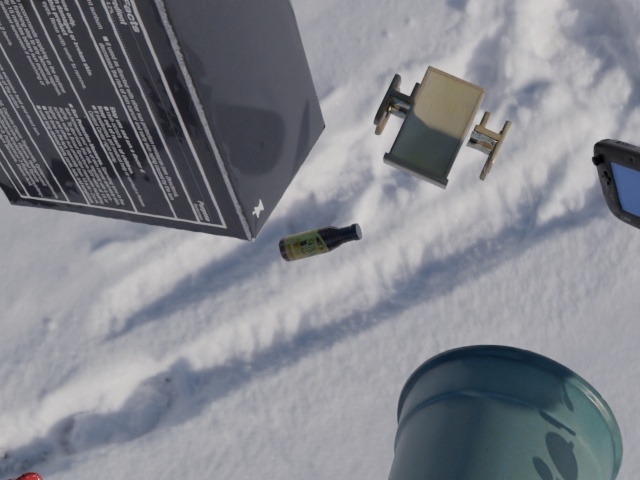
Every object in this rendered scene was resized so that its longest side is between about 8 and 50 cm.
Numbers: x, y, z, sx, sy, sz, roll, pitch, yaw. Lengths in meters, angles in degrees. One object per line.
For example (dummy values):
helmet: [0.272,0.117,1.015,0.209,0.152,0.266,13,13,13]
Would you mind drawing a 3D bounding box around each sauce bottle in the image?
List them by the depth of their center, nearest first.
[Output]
sauce bottle: [0.000,0.000,1.312,0.128,0.042,0.042,-16,68,22]

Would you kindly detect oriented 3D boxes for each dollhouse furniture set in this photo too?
dollhouse furniture set: [0.187,-0.165,1.429,0.212,0.242,0.161,24,87,8]

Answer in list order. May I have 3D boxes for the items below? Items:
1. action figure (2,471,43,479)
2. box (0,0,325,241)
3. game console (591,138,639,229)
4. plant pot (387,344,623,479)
action figure: [-0.264,0.245,0.600,0.139,0.091,0.280,-26,24,26]
box: [-0.183,-0.175,0.770,0.294,0.296,0.183,10,49,26]
game console: [0.385,-0.020,0.900,0.044,0.361,0.213,-13,107,-6]
plant pot: [0.223,0.379,1.178,0.341,0.341,0.334,5,33,21]
